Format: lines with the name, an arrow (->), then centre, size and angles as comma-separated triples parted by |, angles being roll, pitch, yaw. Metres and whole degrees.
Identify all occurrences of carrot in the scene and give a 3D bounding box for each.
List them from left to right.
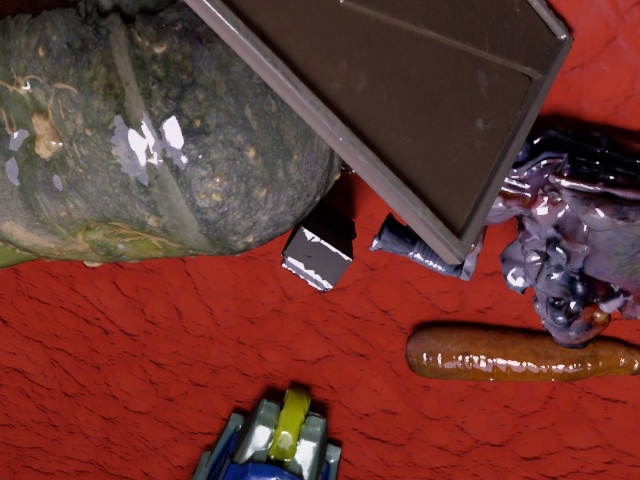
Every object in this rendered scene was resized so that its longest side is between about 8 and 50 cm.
carrot -> 0.203, 0.114, 1.187 | 0.248, 0.059, 0.059 | 1, 134, 13

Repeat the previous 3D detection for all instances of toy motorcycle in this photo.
toy motorcycle -> -0.073, 0.320, 1.380 | 0.191, 0.200, 0.326 | 18, 138, 1
toy motorcycle -> 0.152, -0.020, 1.013 | 0.401, 0.134, 0.207 | 16, 130, 0

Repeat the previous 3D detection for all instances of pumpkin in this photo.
pumpkin -> -0.147, -0.109, 0.906 | 0.327, 0.291, 0.257 | -14, 121, 16

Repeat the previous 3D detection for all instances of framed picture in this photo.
framed picture -> 0.042, -0.168, 0.832 | 0.315, 0.232, 0.024 | 43, 150, -23

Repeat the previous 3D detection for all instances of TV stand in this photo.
TV stand -> 0.000, 0.000, 1.009 | 0.049, 0.256, 0.040 | 34, 96, -3

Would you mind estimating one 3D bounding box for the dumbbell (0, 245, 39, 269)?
dumbbell -> -0.349, -0.105, 1.105 | 0.108, 0.121, 0.302 | 11, 144, 50
